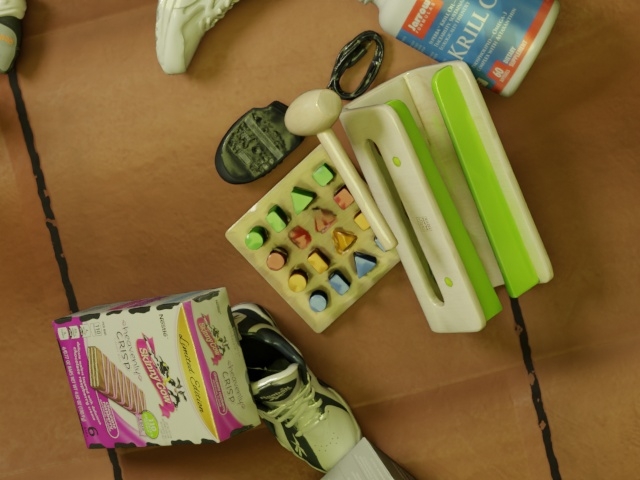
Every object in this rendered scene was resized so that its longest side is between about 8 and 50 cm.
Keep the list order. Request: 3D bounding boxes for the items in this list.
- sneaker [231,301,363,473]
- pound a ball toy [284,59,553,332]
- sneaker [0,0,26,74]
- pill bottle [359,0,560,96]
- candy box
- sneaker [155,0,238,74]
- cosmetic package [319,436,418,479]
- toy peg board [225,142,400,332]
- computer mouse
[{"bbox_3d":[-0.037,0.179,1.892,0.094,0.153,0.235,-30,94,6],"label":"sneaker"},{"bbox_3d":[0.091,-0.049,1.831,0.208,0.136,0.319,-33,105,-30],"label":"pound a ball toy"},{"bbox_3d":[-0.468,-0.236,1.896,0.272,0.100,0.108,2,101,2],"label":"sneaker"},{"bbox_3d":[0.141,-0.260,1.853,0.221,0.124,0.124,28,96,0],"label":"pill bottle"},{"bbox_3d":[-0.185,0.145,1.871,0.233,0.071,0.159,-10,97,44],"label":"candy box"},{"bbox_3d":[-0.113,-0.288,1.880,0.115,0.090,0.232,18,97,-3],"label":"sneaker"},{"bbox_3d":[0.021,0.356,1.916,0.238,0.107,0.127,-48,122,5],"label":"cosmetic package"},{"bbox_3d":[0.000,0.000,1.909,0.161,0.079,0.160,-43,93,6],"label":"toy peg board"},{"bbox_3d":[-0.023,-0.152,1.919,0.242,0.041,0.071,-39,102,-1],"label":"computer mouse"}]
